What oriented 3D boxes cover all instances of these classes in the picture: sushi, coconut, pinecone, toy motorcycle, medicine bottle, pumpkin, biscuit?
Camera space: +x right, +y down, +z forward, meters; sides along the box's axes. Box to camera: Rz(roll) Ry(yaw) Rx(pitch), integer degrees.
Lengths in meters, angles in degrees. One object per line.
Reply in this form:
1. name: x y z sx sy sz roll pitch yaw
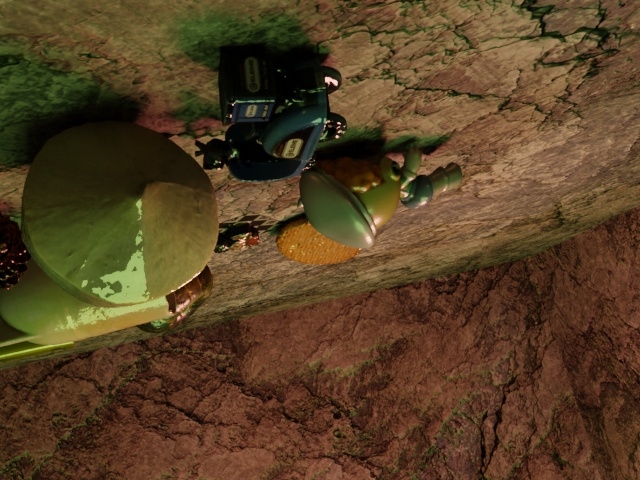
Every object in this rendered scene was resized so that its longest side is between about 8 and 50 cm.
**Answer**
1. sushi: -0.219 -0.003 1.917 0.220 0.047 0.231 -18 167 19
2. coconut: -0.315 -0.040 1.118 0.329 0.328 0.329 -14 168 -3
3. pinecone: -0.630 0.022 1.311 0.165 0.162 0.163 -10 170 21
4. toy motorcycle: -0.086 -0.178 1.146 0.213 0.125 0.358 -3 163 -13
5. medicine bottle: -0.540 0.101 1.577 0.406 0.235 0.235 -14 168 -6
6. pumpkin: -0.437 0.140 2.022 0.260 0.189 0.260 -43 174 -6
7. biscuit: 0.000 0.000 2.012 0.254 0.035 0.254 0 150 0

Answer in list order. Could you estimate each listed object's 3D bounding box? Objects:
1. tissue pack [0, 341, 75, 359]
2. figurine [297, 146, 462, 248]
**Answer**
1. tissue pack: -0.786 0.204 1.839 0.275 0.200 0.167 -10 169 -21
2. figurine: 0.147 -0.099 1.556 0.382 0.205 0.224 -12 180 -16
